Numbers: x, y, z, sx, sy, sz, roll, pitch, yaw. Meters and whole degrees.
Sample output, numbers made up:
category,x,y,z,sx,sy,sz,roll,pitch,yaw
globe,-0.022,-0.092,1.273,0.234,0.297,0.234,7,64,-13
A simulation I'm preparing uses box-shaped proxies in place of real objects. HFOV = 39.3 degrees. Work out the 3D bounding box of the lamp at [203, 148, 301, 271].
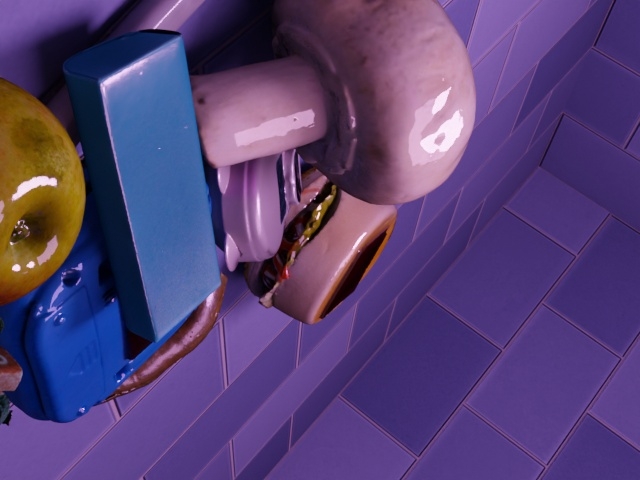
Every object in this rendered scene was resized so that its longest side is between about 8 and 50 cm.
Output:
category,x,y,z,sx,sy,sz,roll,pitch,yaw
lamp,-0.099,-0.069,1.217,0.246,0.107,0.180,-53,145,-66

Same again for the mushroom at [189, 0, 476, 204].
category,x,y,z,sx,sy,sz,roll,pitch,yaw
mushroom,-0.001,-0.172,1.054,0.336,0.314,0.314,-19,150,-18

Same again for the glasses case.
category,x,y,z,sx,sy,sz,roll,pitch,yaw
glasses case,-0.173,-0.051,0.892,0.117,0.070,0.301,-42,139,-41

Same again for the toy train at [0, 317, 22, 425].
category,x,y,z,sx,sy,sz,roll,pitch,yaw
toy train,-0.422,0.202,0.878,0.326,0.129,0.159,-57,157,13

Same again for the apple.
category,x,y,z,sx,sy,sz,roll,pitch,yaw
apple,-0.277,-0.037,0.690,0.196,0.196,0.196,-47,162,-21

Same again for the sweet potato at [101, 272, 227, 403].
category,x,y,z,sx,sy,sz,roll,pitch,yaw
sweet potato,-0.250,0.144,1.319,0.285,0.085,0.112,-37,125,-15

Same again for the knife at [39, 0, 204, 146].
category,x,y,z,sx,sy,sz,roll,pitch,yaw
knife,-0.194,-0.180,0.884,0.266,0.040,0.073,-51,168,-9

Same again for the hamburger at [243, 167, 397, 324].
category,x,y,z,sx,sy,sz,roll,pitch,yaw
hamburger,0.000,0.000,1.529,0.302,0.170,0.302,-50,167,-16

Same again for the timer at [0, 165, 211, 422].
category,x,y,z,sx,sy,sz,roll,pitch,yaw
timer,-0.252,0.054,1.062,0.309,0.115,0.340,-46,161,-33
